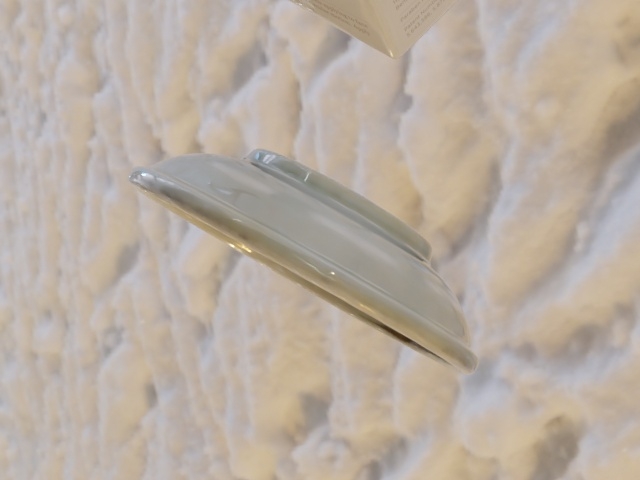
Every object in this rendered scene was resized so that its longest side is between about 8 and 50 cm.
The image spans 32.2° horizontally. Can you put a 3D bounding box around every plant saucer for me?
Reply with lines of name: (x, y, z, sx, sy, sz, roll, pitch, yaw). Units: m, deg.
plant saucer: (0.000, 0.000, 1.135, 0.400, 0.400, 0.100, 23, 82, 54)

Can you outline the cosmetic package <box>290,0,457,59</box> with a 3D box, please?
cosmetic package: (0.025, -0.253, 0.730, 0.151, 0.151, 0.183, 37, 167, 35)
